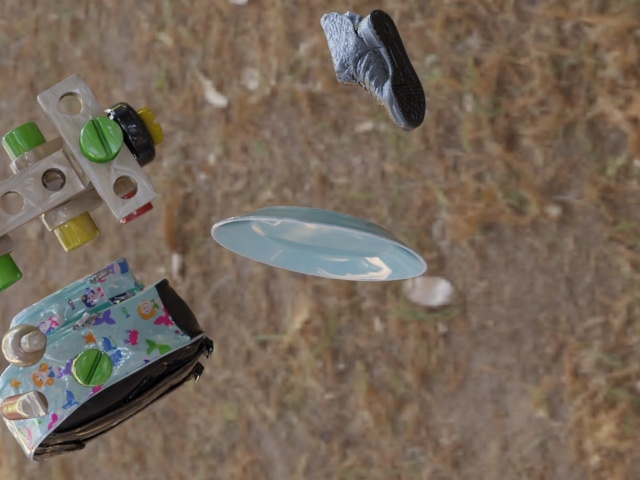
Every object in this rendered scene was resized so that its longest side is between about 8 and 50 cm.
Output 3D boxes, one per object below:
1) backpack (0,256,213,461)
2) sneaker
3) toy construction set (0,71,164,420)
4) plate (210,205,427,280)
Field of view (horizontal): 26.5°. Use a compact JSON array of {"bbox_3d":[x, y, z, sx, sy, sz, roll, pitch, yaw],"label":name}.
[{"bbox_3d":[-0.289,0.156,1.697,0.191,0.253,0.225,49,155,7],"label":"backpack"},{"bbox_3d":[0.056,-0.190,1.524,0.089,0.051,0.170,-29,75,47],"label":"sneaker"},{"bbox_3d":[-0.243,-0.002,1.174,0.237,0.257,0.309,161,103,-67],"label":"toy construction set"},{"bbox_3d":[0.000,0.000,1.164,0.188,0.188,0.024,-8,68,50],"label":"plate"}]
